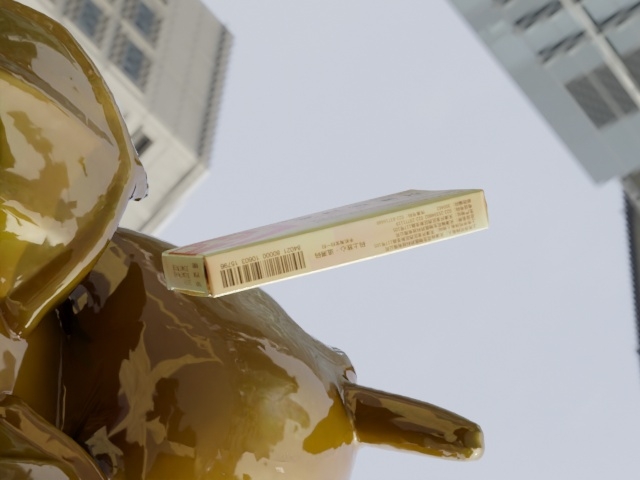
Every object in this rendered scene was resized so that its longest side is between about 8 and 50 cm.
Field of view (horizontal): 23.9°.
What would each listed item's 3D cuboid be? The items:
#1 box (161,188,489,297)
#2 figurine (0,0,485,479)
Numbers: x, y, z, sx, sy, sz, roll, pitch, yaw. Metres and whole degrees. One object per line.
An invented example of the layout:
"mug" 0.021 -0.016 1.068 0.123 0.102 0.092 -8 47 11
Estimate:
"box" 0.000 0.000 0.481 0.093 0.015 0.058 -14 -173 -17
"figurine" -0.141 0.107 0.800 0.268 0.387 0.401 -49 -140 33
